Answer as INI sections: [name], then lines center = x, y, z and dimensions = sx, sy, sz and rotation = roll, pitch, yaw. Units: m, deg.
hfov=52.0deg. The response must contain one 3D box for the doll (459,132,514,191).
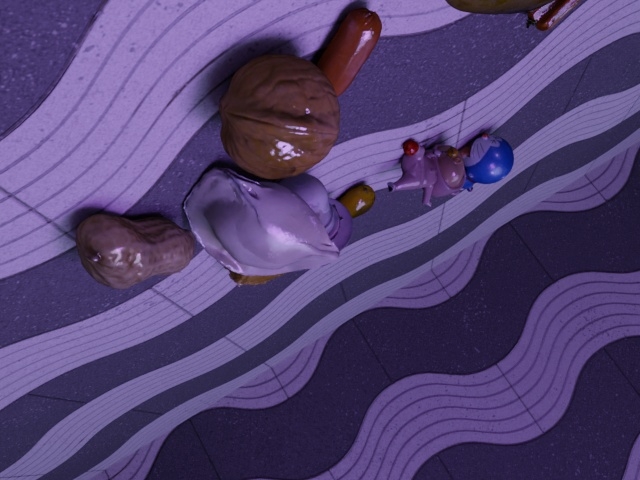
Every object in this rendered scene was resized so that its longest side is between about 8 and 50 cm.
[doll]
center = 0.506, -0.248, 2.139
dimensions = 0.257, 0.161, 0.215
rotation = -27, -176, 44

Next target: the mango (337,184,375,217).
[mango]
center = 0.091, -0.103, 1.924
dimensions = 0.161, 0.076, 0.103
rotation = -33, 170, 30

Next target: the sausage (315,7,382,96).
[sausage]
center = 0.047, -0.346, 1.220
dimensions = 0.076, 0.076, 0.197
rotation = -15, 154, -42

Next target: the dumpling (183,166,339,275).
[dumpling]
center = -0.141, -0.016, 1.486
dimensions = 0.260, 0.181, 0.341
rotation = -32, 150, 34

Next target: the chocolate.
[chocolate]
center = -0.056, -0.092, 1.610
dimensions = 0.221, 0.221, 0.147
rotation = -25, 132, -21

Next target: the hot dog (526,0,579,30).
[hot dog]
center = 0.554, -0.558, 1.511
dimensions = 0.188, 0.072, 0.055
rotation = -42, -179, 29

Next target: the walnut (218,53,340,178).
[walnut]
center = -0.076, -0.217, 1.157
dimensions = 0.228, 0.228, 0.228
rotation = -29, 162, -11

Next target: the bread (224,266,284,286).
[bread]
center = -0.166, 0.046, 1.773
dimensions = 0.174, 0.121, 0.245
rotation = -8, 169, -19

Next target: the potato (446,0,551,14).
[potato]
center = 0.340, -0.488, 1.151
dimensions = 0.210, 0.173, 0.307
rotation = 0, -162, 45

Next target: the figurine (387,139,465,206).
[figurine]
center = 0.329, -0.201, 1.921
dimensions = 0.287, 0.176, 0.186
rotation = 5, 166, -40

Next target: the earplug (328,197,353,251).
[earplug]
center = 0.000, 0.000, 1.922
dimensions = 0.172, 0.172, 0.301
rotation = -29, 167, -9

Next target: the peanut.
[peanut]
center = -0.388, 0.023, 1.354
dimensions = 0.159, 0.143, 0.291
rotation = -40, 163, 21
